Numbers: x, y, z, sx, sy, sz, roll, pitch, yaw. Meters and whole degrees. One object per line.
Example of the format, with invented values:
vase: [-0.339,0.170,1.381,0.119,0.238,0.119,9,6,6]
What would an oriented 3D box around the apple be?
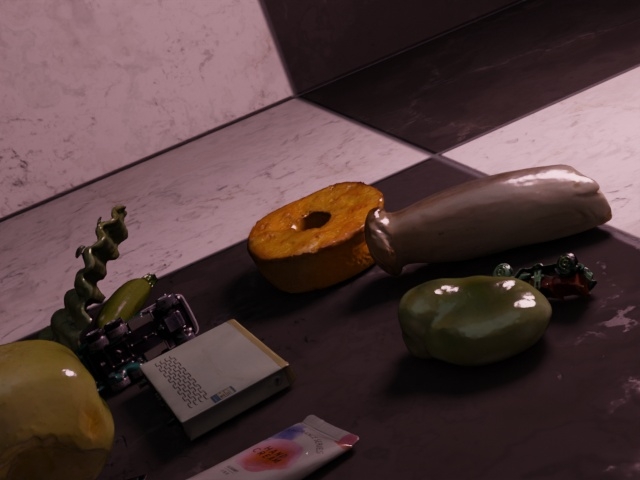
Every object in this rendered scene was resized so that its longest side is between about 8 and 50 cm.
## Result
apple: [-0.426,0.268,1.324,0.279,0.279,0.279,-19,19,7]

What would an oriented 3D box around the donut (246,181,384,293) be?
donut: [0.000,0.000,1.836,0.302,0.110,0.303,-19,22,8]

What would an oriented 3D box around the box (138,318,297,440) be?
box: [-0.175,0.219,1.523,0.210,0.045,0.270,-28,21,-18]

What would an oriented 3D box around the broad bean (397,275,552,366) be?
broad bean: [0.216,0.112,1.348,0.227,0.100,0.169,14,44,42]

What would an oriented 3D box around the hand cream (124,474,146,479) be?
hand cream: [-0.298,0.389,1.189,0.121,0.076,0.336,-15,13,1]

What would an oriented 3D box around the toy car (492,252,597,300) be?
toy car: [0.326,0.061,1.393,0.143,0.073,0.054,-11,57,36]

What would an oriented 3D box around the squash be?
squash: [-0.406,0.134,1.957,0.066,0.066,0.252,-15,19,17]

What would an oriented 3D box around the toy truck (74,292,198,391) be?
toy truck: [-0.337,0.179,1.712,0.216,0.110,0.116,-31,11,-26]

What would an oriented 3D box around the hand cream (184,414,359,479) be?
hand cream: [-0.115,0.311,1.194,0.340,0.078,0.124,-26,19,-28]

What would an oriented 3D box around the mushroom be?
mushroom: [0.279,-0.041,1.629,0.407,0.138,0.154,-11,34,10]

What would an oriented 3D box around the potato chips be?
potato chips: [-0.477,0.119,1.857,0.373,0.097,0.389,-56,10,16]
